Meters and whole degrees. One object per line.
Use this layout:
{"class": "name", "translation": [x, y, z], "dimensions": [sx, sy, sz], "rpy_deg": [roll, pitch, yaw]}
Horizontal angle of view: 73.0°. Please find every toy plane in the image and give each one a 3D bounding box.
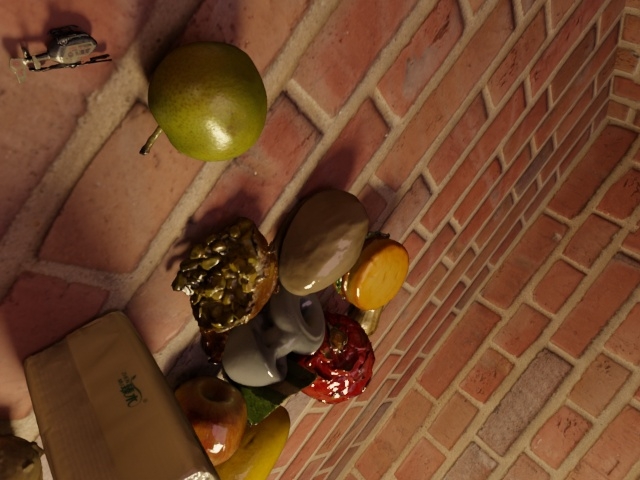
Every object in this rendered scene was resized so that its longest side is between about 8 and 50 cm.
{"class": "toy plane", "translation": [-0.329, -0.237, 0.547], "dimensions": [0.121, 0.031, 0.049], "rpy_deg": [-32, 151, -33]}

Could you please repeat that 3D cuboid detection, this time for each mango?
{"class": "mango", "translation": [-0.260, 0.688, 1.334], "dimensions": [0.445, 0.221, 0.301], "rpy_deg": [-35, 141, -31]}

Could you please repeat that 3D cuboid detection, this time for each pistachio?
{"class": "pistachio", "translation": [0.000, 0.000, 1.056], "dimensions": [0.288, 0.166, 0.197], "rpy_deg": [-48, 109, -10]}

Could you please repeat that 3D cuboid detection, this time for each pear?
{"class": "pear", "translation": [-0.188, -0.200, 0.655], "dimensions": [0.216, 0.166, 0.180], "rpy_deg": [-25, 157, -2]}

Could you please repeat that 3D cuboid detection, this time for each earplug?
{"class": "earplug", "translation": [-0.110, 0.232, 1.116], "dimensions": [0.325, 0.175, 0.214], "rpy_deg": [-42, 110, -35]}

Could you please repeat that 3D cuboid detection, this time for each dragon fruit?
{"class": "dragon fruit", "translation": [0.031, 0.359, 1.336], "dimensions": [0.277, 0.277, 0.342], "rpy_deg": [-37, 148, -22]}

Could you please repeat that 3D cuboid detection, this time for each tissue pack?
{"class": "tissue pack", "translation": [-0.343, 0.367, 0.780], "dimensions": [0.207, 0.380, 0.297], "rpy_deg": [-28, 141, -26]}

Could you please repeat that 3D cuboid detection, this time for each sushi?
{"class": "sushi", "translation": [-0.196, 0.097, 0.921], "dimensions": [0.296, 0.167, 0.179], "rpy_deg": [-55, 170, 17]}

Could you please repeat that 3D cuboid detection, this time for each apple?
{"class": "apple", "translation": [-0.286, 0.447, 1.078], "dimensions": [0.211, 0.211, 0.187], "rpy_deg": [1, 120, -51]}

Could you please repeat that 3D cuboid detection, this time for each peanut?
{"class": "peanut", "translation": [0.166, 0.252, 1.542], "dimensions": [0.120, 0.110, 0.236], "rpy_deg": [-2, 122, -34]}

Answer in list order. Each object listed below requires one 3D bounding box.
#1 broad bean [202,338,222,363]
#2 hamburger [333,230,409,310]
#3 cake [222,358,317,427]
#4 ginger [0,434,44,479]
{"class": "broad bean", "translation": [-0.251, 0.289, 1.131], "dimensions": [0.069, 0.039, 0.226], "rpy_deg": [-50, 147, -14]}
{"class": "hamburger", "translation": [0.133, 0.077, 1.282], "dimensions": [0.246, 0.170, 0.245], "rpy_deg": [-20, 123, -33]}
{"class": "cake", "translation": [-0.142, 0.367, 1.154], "dimensions": [0.158, 0.172, 0.283], "rpy_deg": [-31, 168, -33]}
{"class": "ginger", "translation": [-0.637, 0.458, 0.709], "dimensions": [0.304, 0.155, 0.244], "rpy_deg": [-3, 125, -51]}
